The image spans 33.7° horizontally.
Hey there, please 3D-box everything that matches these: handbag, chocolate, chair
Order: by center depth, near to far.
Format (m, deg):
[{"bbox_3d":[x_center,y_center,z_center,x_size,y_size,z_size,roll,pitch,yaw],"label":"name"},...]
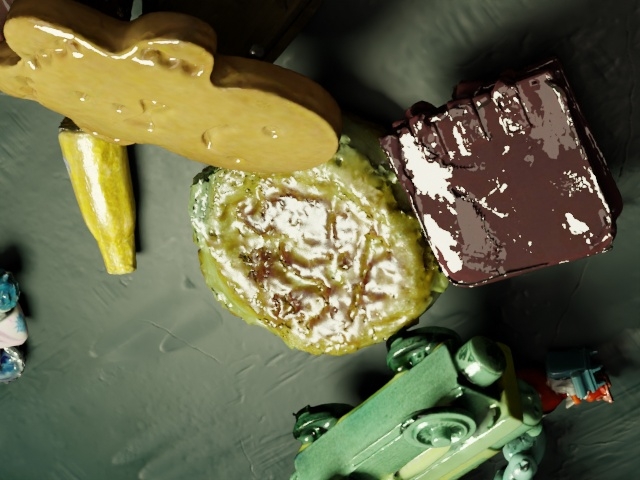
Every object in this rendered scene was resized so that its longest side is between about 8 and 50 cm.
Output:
[{"bbox_3d":[0.193,-0.070,1.118,0.203,0.074,0.216,-21,106,28],"label":"handbag"},{"bbox_3d":[-0.106,-0.239,1.147,0.160,0.319,0.186,33,77,-5],"label":"chair"},{"bbox_3d":[-0.268,-0.054,1.322,0.086,0.085,0.219,1,120,15],"label":"chocolate"}]

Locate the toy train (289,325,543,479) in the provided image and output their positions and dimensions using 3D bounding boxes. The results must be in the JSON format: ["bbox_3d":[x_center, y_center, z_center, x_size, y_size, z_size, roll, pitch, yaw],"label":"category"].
[{"bbox_3d":[0.126,0.247,1.295,0.237,0.150,0.369,25,132,-28],"label":"toy train"}]

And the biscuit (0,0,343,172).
[{"bbox_3d":[-0.148,-0.137,1.047,0.355,0.052,0.275,19,159,-25],"label":"biscuit"}]

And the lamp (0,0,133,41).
[{"bbox_3d":[-0.293,-0.280,1.123,0.247,0.247,0.247,7,120,12],"label":"lamp"}]

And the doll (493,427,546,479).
[{"bbox_3d":[0.246,0.327,1.339,0.059,0.158,0.159,12,114,8],"label":"doll"}]

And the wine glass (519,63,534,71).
[{"bbox_3d":[0.265,-0.095,1.156,0.066,0.066,0.198,-13,113,22],"label":"wine glass"}]

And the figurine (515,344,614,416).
[{"bbox_3d":[0.282,0.180,1.299,0.140,0.068,0.075,-19,114,22],"label":"figurine"}]

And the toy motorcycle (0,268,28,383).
[{"bbox_3d":[-0.490,0.084,1.448,0.239,0.108,0.204,25,130,-25],"label":"toy motorcycle"}]

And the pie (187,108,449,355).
[{"bbox_3d":[0.000,0.000,1.260,0.355,0.103,0.288,-22,107,25],"label":"pie"}]
